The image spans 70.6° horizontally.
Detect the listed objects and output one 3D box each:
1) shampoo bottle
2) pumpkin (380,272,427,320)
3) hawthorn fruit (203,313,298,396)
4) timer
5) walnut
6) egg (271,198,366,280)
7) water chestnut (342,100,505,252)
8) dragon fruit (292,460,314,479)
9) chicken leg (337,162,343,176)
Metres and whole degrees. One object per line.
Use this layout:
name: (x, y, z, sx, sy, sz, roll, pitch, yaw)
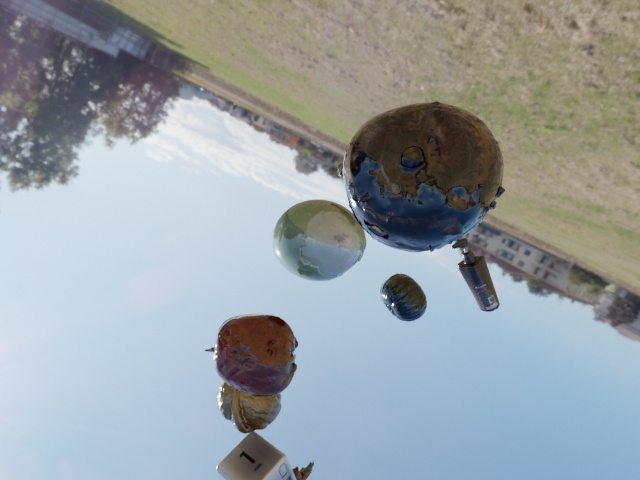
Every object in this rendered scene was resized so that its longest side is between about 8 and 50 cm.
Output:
shampoo bottle: (0.447, 0.099, 1.303, 0.067, 0.068, 0.237, 7, 129, 59)
pumpkin: (0.359, 0.246, 1.948, 0.221, 0.161, 0.220, 55, 174, 8)
hawthorn fruit: (-0.190, 0.333, 1.347, 0.261, 0.258, 0.258, 23, -170, -19)
timer: (-0.230, 0.859, 1.651, 0.194, 0.193, 0.194, 16, -138, 39)
walnut: (-0.263, 0.589, 1.686, 0.224, 0.257, 0.257, -2, -177, 15)
egg: (0.000, 0.000, 1.503, 0.278, 0.279, 0.336, 19, 169, -35)
water chestnut: (0.193, -0.115, 0.862, 0.299, 0.300, 0.300, 25, -170, -5)
dragon fruit: (-0.115, 1.060, 1.986, 0.137, 0.135, 0.236, -1, -146, 40)
chicken leg: (0.122, -0.195, 1.501, 0.087, 0.108, 0.251, 3, -152, -30)
